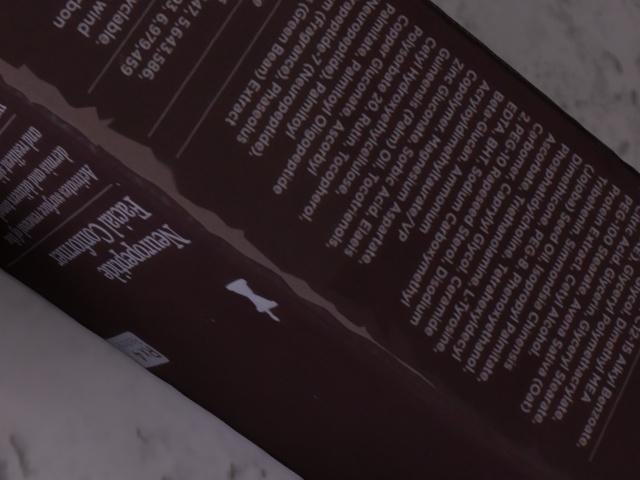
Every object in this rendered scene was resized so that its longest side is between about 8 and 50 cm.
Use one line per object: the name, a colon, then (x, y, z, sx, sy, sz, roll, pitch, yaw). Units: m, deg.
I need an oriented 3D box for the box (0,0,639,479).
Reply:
box: (0.000, 0.000, 0.580, 0.381, 0.191, 0.143, 35, 66, -14)
